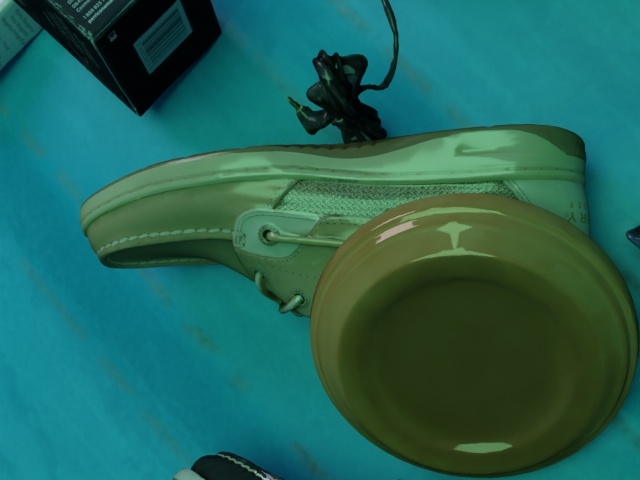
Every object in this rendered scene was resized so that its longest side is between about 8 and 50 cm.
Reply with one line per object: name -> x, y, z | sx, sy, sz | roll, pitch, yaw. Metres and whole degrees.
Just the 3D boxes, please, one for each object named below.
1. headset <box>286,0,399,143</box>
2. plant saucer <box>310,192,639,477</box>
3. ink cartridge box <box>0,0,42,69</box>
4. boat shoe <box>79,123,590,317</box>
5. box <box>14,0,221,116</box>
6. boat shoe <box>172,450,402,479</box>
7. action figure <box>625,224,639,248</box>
headset -> 0.075, -0.255, 0.855 | 0.243, 0.185, 0.394 | 15, 75, 19
plant saucer -> 0.089, 0.067, 0.786 | 0.200, 0.037, 0.200 | 5, 119, 9
ink cartridge box -> -0.267, -0.247, 1.027 | 0.189, 0.066, 0.232 | 41, 79, 21
boat shoe -> 0.000, 0.000, 0.842 | 0.341, 0.121, 0.110 | -6, 82, 20
box -> -0.160, -0.187, 0.886 | 0.158, 0.156, 0.093 | 42, 83, 10
boat shoe -> 0.063, 0.209, 0.805 | 0.340, 0.127, 0.113 | 27, 66, 30
action figure -> 0.269, 0.073, 0.657 | 0.341, 0.178, 0.330 | 38, 139, 31
